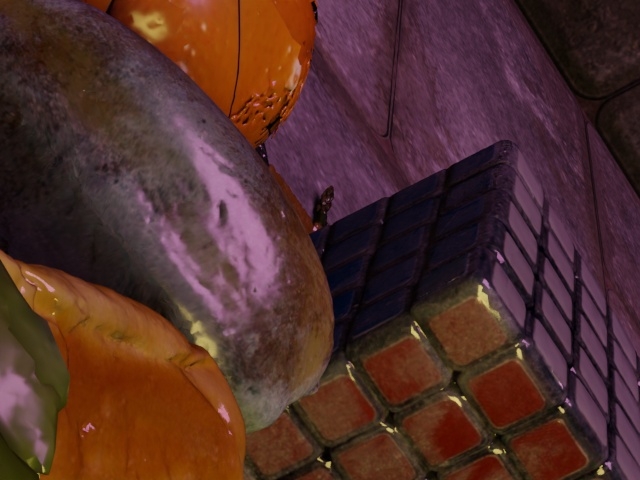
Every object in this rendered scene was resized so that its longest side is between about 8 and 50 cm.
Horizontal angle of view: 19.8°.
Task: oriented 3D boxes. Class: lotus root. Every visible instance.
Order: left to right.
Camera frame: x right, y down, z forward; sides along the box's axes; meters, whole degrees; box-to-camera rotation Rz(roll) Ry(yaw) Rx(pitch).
[{"bbox_3d":[-0.120,-0.032,0.985,0.322,0.158,0.140,55,1,0],"label":"lotus root"}]

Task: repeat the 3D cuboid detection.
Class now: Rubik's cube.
[{"bbox_3d":[0.071,0.113,1.152,0.238,0.237,0.237,56,21,-18],"label":"Rubik's cube"}]

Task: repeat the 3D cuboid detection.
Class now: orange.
[{"bbox_3d":[-0.108,-0.152,1.149,0.234,0.182,0.234,53,24,-37],"label":"orange"}]

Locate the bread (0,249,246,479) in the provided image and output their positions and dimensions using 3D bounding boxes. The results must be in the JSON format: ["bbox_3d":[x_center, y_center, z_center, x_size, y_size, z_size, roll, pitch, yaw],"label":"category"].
[{"bbox_3d":[-0.161,0.072,0.726,0.294,0.167,0.132,33,57,-58],"label":"bread"}]

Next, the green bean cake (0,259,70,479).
[{"bbox_3d":[-0.233,0.078,0.297,0.218,0.319,0.335,56,16,-8],"label":"green bean cake"}]

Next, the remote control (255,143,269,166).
[{"bbox_3d":[-0.064,-0.090,1.411,0.063,0.025,0.245,44,25,-45],"label":"remote control"}]

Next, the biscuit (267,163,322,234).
[{"bbox_3d":[0.004,0.047,1.353,0.131,0.026,0.236,-62,130,-69],"label":"biscuit"}]

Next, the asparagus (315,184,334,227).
[{"bbox_3d":[0.000,0.000,1.471,0.016,0.016,0.163,28,29,-14],"label":"asparagus"}]
